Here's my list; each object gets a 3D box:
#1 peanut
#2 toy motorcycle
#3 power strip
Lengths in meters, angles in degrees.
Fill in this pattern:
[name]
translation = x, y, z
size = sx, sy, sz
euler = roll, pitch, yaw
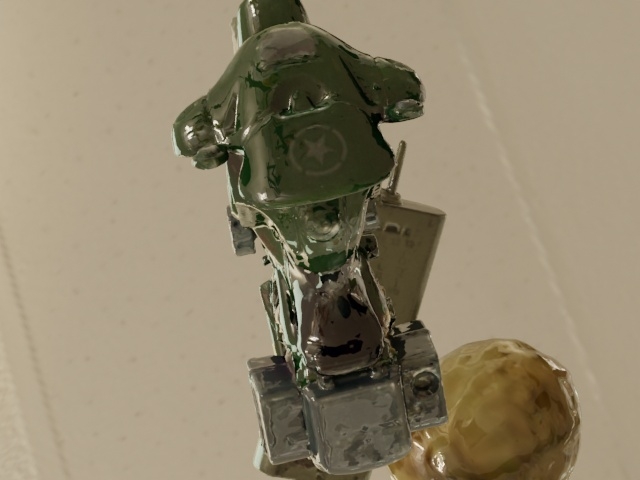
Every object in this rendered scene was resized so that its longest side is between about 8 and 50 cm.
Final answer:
[peanut]
translation = 0.123, 0.145, 1.187
size = 0.159, 0.109, 0.140
euler = -37, -111, -15
[toy motorcycle]
translation = 0.000, 0.000, 0.822
size = 0.187, 0.125, 0.274
euler = -113, 10, -69
[power strip]
translation = 0.025, 0.056, 1.166
size = 0.092, 0.034, 0.267
euler = 11, -79, -24
